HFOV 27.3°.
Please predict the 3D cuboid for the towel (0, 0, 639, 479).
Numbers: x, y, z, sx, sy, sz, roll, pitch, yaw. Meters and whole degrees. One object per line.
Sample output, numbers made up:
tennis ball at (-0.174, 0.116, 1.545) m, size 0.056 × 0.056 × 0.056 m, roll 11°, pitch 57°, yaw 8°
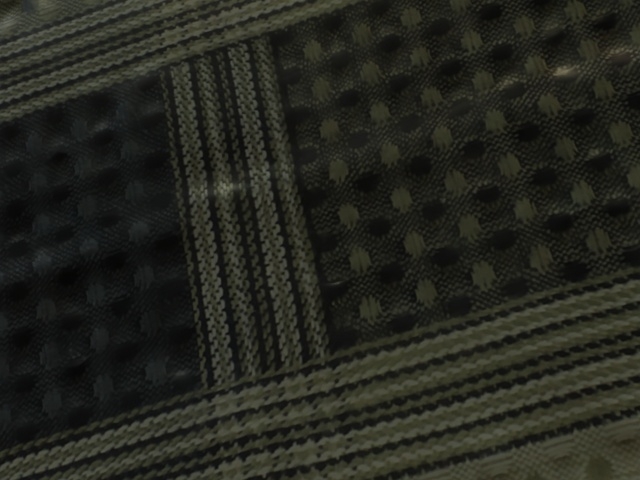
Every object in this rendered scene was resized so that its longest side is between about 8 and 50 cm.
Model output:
towel at (0.000, 0.000, 0.432) m, size 0.324 × 0.056 × 0.312 m, roll -17°, pitch -123°, yaw 10°
